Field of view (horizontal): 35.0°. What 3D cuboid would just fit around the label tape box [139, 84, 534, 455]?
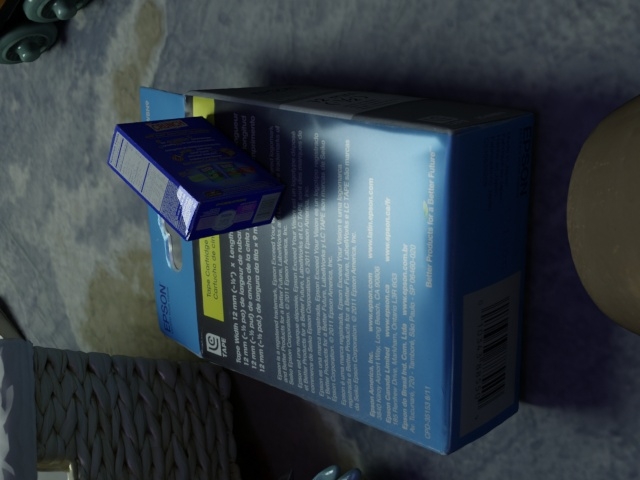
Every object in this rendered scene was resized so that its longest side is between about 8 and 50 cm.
[{"bbox_3d":[0.000,0.000,0.855,0.348,0.115,0.249,15,114,42],"label":"label tape box"}]

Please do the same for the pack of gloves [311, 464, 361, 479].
[{"bbox_3d":[0.044,0.317,0.982,0.195,0.046,0.232,42,129,6],"label":"pack of gloves"}]

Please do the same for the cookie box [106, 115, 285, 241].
[{"bbox_3d":[-0.097,-0.051,0.788,0.107,0.092,0.040,42,125,28],"label":"cookie box"}]

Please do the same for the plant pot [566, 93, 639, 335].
[{"bbox_3d":[0.261,-0.017,0.544,0.229,0.263,0.263,0,105,59],"label":"plant pot"}]

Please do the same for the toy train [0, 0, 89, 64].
[{"bbox_3d":[-0.326,-0.274,0.996,0.334,0.190,0.142,-35,81,43],"label":"toy train"}]

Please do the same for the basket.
[{"bbox_3d":[-0.270,0.303,1.031,0.331,0.266,0.328,-29,61,42],"label":"basket"}]

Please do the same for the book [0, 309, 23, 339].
[{"bbox_3d":[-0.453,0.156,1.341,0.144,0.035,0.096,-41,87,29],"label":"book"}]

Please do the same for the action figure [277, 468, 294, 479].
[{"bbox_3d":[0.038,0.340,0.909,0.285,0.099,0.185,41,124,-12],"label":"action figure"}]
